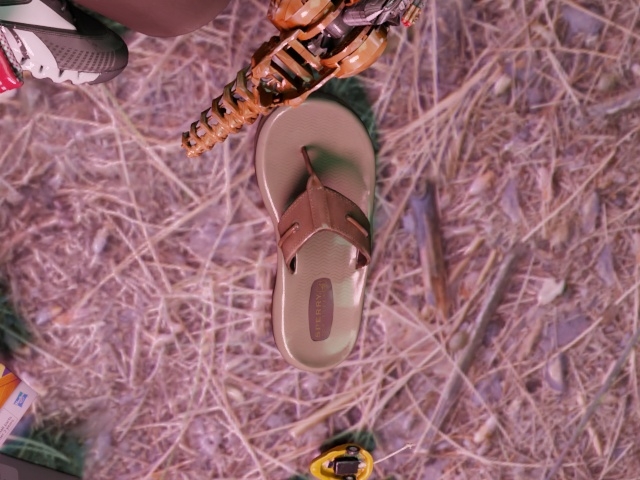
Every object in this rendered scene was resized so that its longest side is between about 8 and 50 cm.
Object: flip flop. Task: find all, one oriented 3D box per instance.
[{"bbox_3d":[0.000,0.000,1.410,0.112,0.080,0.277,-4,113,-12],"label":"flip flop"}]

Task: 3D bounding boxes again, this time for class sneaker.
[{"bbox_3d":[-0.243,-0.200,1.248,0.234,0.078,0.106,22,123,-30],"label":"sneaker"}]

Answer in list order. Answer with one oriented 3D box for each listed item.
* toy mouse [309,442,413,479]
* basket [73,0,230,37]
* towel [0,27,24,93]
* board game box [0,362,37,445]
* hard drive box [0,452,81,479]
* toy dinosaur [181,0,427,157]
[{"bbox_3d":[0.009,0.264,1.546,0.161,0.031,0.143,-5,112,-12],"label":"toy mouse"},{"bbox_3d":[-0.154,-0.250,1.178,0.204,0.154,0.227,-24,161,14],"label":"basket"},{"bbox_3d":[-0.382,-0.170,1.205,0.275,0.031,0.198,-12,119,25],"label":"towel"},{"bbox_3d":[-0.408,0.204,1.264,0.347,0.078,0.233,-56,148,-15],"label":"board game box"},{"bbox_3d":[-0.293,0.342,1.421,0.089,0.181,0.232,22,104,-20],"label":"hard drive box"},{"bbox_3d":[0.005,-0.200,1.253,0.322,0.218,0.164,-26,116,0],"label":"toy dinosaur"}]
